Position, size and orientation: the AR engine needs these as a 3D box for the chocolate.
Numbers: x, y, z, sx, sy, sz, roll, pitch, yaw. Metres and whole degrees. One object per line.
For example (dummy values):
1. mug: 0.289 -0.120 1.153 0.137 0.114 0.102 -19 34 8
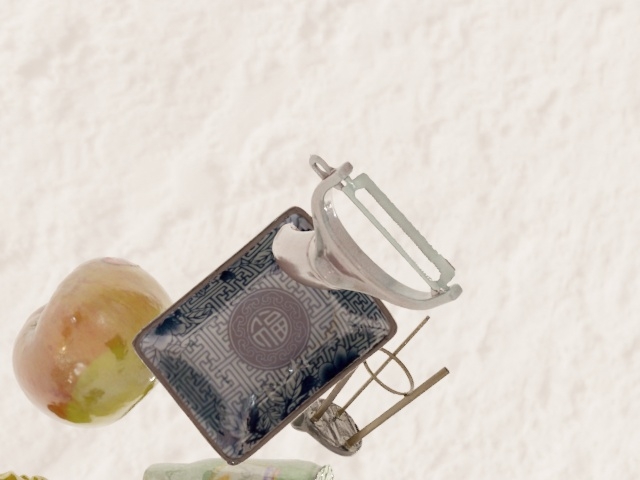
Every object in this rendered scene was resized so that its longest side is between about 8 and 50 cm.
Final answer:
1. chocolate: -0.130 0.378 1.748 0.110 0.291 0.110 2 90 -71

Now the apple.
1. apple: -0.308 0.143 1.594 0.194 0.261 0.261 42 70 -7

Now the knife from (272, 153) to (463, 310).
1. knife: -0.002 0.001 0.809 0.053 0.278 0.123 -40 99 -13

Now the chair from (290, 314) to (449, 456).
1. chair: 0.061 0.191 1.432 0.221 0.095 0.104 -46 151 26

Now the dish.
1. dish: -0.058 0.102 1.264 0.243 0.080 0.182 -40 88 1

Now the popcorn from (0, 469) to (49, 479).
1. popcorn: -0.406 0.450 1.579 0.192 0.233 0.266 -5 81 -7
